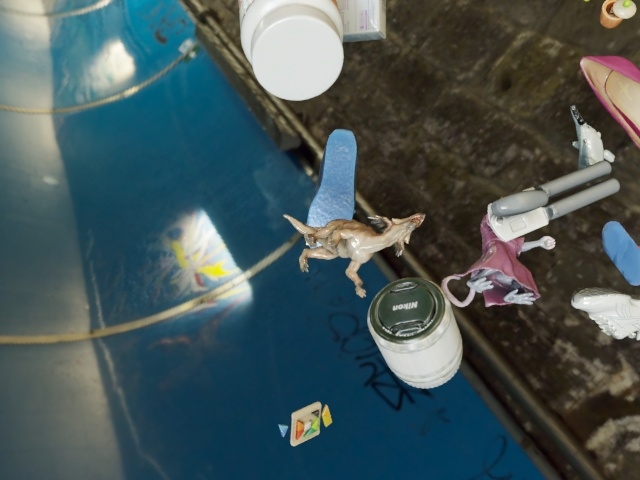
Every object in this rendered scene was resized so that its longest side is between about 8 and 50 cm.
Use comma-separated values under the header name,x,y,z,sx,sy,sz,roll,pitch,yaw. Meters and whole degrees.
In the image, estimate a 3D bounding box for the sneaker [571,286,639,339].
name,x,y,z,sx,sy,sz,roll,pitch,yaw
sneaker,0.794,0.199,1.794,0.297,0.129,0.111,13,-178,-24

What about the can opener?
name,x,y,z,sx,sy,sz,roll,pitch,yaw
can opener,0.424,-0.074,1.194,0.074,0.280,0.093,68,160,4

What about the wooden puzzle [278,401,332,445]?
name,x,y,z,sx,sy,sz,roll,pitch,yaw
wooden puzzle,-0.025,0.345,1.249,0.116,0.078,0.014,-23,-148,-31

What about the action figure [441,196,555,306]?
name,x,y,z,sx,sy,sz,roll,pitch,yaw
action figure,0.526,0.033,1.959,0.248,0.276,0.370,45,-144,-32

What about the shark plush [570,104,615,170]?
name,x,y,z,sx,sy,sz,roll,pitch,yaw
shark plush,0.548,-0.202,1.399,0.161,0.073,0.067,56,162,-14

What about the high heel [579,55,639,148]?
name,x,y,z,sx,sy,sz,roll,pitch,yaw
high heel,0.618,-0.229,1.279,0.181,0.127,0.377,16,-144,-14

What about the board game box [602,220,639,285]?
name,x,y,z,sx,sy,sz,roll,pitch,yaw
board game box,0.759,0.025,1.635,0.133,0.033,0.168,79,169,-56

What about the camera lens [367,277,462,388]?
name,x,y,z,sx,sy,sz,roll,pitch,yaw
camera lens,0.259,0.249,1.790,0.219,0.219,0.274,52,173,43

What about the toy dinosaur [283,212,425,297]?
name,x,y,z,sx,sy,sz,roll,pitch,yaw
toy dinosaur,0.070,-0.007,1.445,0.296,0.127,0.200,18,-135,34

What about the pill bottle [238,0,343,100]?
name,x,y,z,sx,sy,sz,roll,pitch,yaw
pill bottle,-0.069,-0.494,1.484,0.224,0.224,0.392,30,-149,-32

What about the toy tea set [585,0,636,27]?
name,x,y,z,sx,sy,sz,roll,pitch,yaw
toy tea set,0.834,-0.794,1.958,0.336,0.200,0.124,58,176,17

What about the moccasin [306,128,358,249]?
name,x,y,z,sx,sy,sz,roll,pitch,yaw
moccasin,0.050,-0.126,1.814,0.138,0.342,0.117,16,179,4

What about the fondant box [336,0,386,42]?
name,x,y,z,sx,sy,sz,roll,pitch,yaw
fondant box,0.008,-0.664,1.806,0.330,0.238,0.096,1,-175,17
